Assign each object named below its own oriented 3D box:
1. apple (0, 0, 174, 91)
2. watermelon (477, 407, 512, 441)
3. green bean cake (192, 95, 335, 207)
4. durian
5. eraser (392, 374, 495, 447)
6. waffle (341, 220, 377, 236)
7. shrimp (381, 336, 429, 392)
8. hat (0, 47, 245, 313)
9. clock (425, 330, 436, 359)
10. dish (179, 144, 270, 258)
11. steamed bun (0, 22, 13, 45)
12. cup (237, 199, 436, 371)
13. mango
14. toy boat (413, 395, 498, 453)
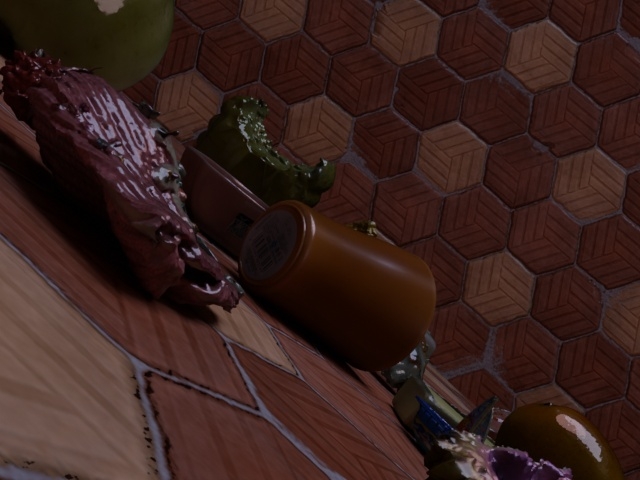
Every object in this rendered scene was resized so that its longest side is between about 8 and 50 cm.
[{"bbox_3d":[-0.415,-0.419,1.416,0.311,0.360,0.320,4,-55,27],"label":"apple"},{"bbox_3d":[0.357,0.383,1.510,0.256,0.140,0.193,32,6,-2],"label":"watermelon"},{"bbox_3d":[-0.121,-0.120,1.575,0.236,0.233,0.124,41,7,11],"label":"green bean cake"},{"bbox_3d":[0.209,0.273,0.699,0.341,0.112,0.191,31,16,-36],"label":"durian"},{"bbox_3d":[0.180,0.263,1.167,0.172,0.058,0.117,41,2,-8],"label":"eraser"},{"bbox_3d":[0.000,0.000,1.466,0.197,0.070,0.193,-11,-16,37],"label":"waffle"},{"bbox_3d":[0.075,0.111,1.406,0.287,0.068,0.185,43,38,-9],"label":"shrimp"},{"bbox_3d":[-0.166,-0.064,0.725,0.286,0.107,0.237,47,-8,19],"label":"hat"},{"bbox_3d":[0.059,0.115,1.661,0.324,0.109,0.265,41,2,44],"label":"clock"},{"bbox_3d":[-0.143,-0.044,1.331,0.213,0.090,0.213,39,1,-1],"label":"dish"},{"bbox_3d":[-0.454,-0.368,1.568,0.250,0.155,0.200,44,1,-4],"label":"steamed bun"},{"bbox_3d":[0.006,0.059,1.187,0.226,0.183,0.264,-6,-29,44],"label":"cup"},{"bbox_3d":[0.294,0.298,1.037,0.120,0.152,0.221,-2,50,-35],"label":"mango"},{"bbox_3d":[0.179,0.232,1.038,0.175,0.110,0.091,40,-3,42],"label":"toy boat"}]
